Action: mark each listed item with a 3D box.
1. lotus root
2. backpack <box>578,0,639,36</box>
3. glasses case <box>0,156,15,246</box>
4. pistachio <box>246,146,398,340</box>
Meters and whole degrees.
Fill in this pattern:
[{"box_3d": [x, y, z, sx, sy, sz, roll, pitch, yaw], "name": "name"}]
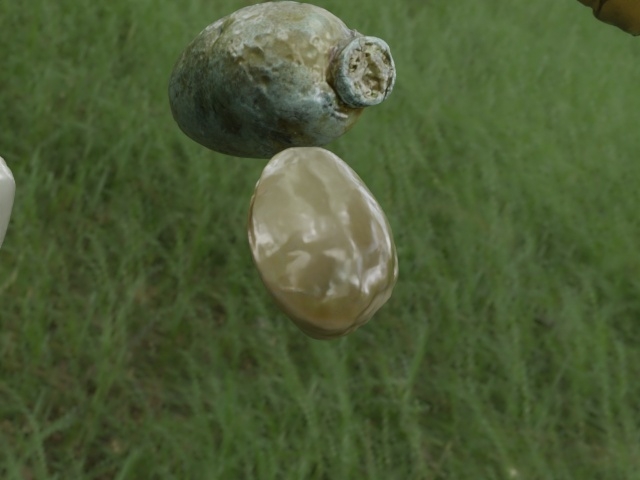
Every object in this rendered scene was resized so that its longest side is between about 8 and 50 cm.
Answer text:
[{"box_3d": [-0.072, -0.176, 1.596, 0.175, 0.175, 0.349, 9, -9, -38], "name": "lotus root"}, {"box_3d": [0.215, -0.332, 0.996, 0.201, 0.354, 0.378, -6, 38, -7], "name": "backpack"}, {"box_3d": [-0.267, 0.002, 0.982, 0.081, 0.204, 0.051, -14, 67, -33], "name": "glasses case"}, {"box_3d": [0.000, 0.000, 1.130, 0.126, 0.108, 0.185, 6, 46, -17], "name": "pistachio"}]
